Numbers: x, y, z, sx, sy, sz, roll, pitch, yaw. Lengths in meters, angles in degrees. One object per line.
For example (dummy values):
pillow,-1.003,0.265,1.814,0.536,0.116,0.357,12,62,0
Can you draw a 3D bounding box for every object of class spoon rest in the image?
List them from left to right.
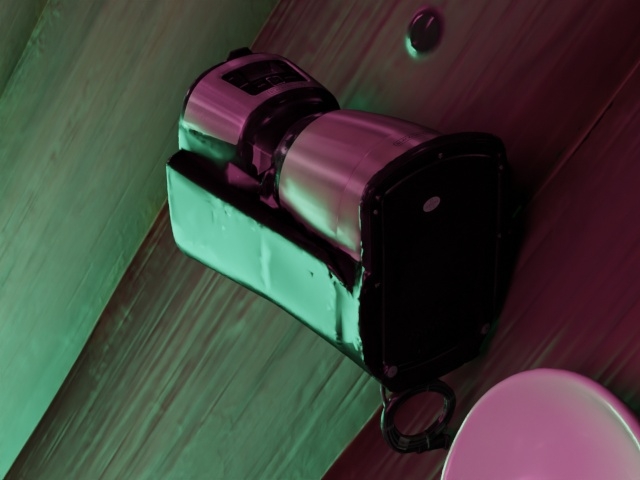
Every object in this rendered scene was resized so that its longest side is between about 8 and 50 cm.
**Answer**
spoon rest,0.143,0.157,0.548,0.276,0.084,0.137,36,110,43

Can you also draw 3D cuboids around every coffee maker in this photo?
coffee maker,0.000,0.000,0.702,0.178,0.120,0.171,29,106,47
